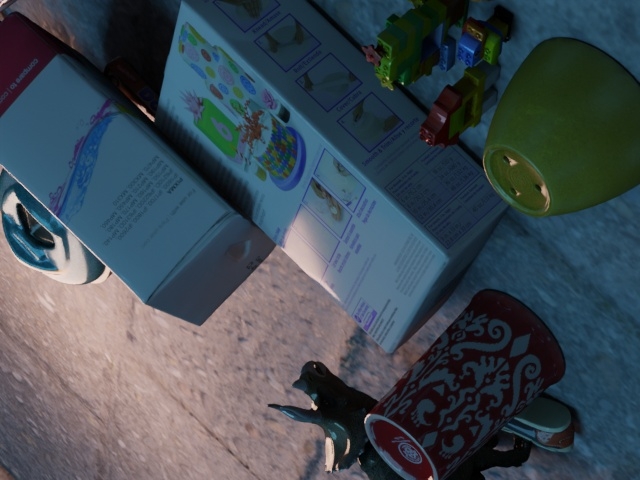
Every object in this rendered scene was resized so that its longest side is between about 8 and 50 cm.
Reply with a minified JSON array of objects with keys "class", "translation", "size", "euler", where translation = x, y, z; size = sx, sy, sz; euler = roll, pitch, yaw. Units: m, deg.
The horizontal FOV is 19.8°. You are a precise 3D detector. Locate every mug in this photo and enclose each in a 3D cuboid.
[{"class":"mug","translation":[0.129,0.152,1.707],"size":[0.113,0.169,0.150],"euler":[39,153,19]}]

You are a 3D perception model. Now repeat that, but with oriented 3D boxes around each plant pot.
[{"class":"plant pot","translation":[0.179,-0.072,1.393],"size":[0.134,0.095,0.134],"euler":[38,154,22]}]

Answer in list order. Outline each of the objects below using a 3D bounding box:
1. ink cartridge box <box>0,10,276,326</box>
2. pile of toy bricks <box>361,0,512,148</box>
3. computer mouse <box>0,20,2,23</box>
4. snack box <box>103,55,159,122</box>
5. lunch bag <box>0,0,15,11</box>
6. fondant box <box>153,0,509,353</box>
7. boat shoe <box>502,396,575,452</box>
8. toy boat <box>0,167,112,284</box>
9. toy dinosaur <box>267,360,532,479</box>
[{"class":"ink cartridge box","translation":[-0.210,-0.068,1.841],"size":[0.306,0.131,0.226],"euler":[45,-178,14]},{"class":"pile of toy bricks","translation":[0.076,-0.163,1.419],"size":[0.118,0.105,0.212],"euler":[37,153,24]},{"class":"computer mouse","translation":[-0.338,-0.177,2.066],"size":[0.262,0.060,0.184],"euler":[34,-167,-17]},{"class":"snack box","translation":[-0.169,-0.119,1.978],"size":[0.178,0.022,0.064],"euler":[46,155,5]},{"class":"lunch bag","translation":[-0.381,-0.366,1.865],"size":[0.303,0.115,0.243],"euler":[54,152,-10]},{"class":"fondant box","translation":[0.001,-0.076,1.678],"size":[0.330,0.096,0.238],"euler":[43,155,9]},{"class":"boat shoe","translation":[0.188,0.166,1.780],"size":[0.137,0.049,0.043],"euler":[22,147,36]},{"class":"toy boat","translation":[-0.375,-0.066,2.240],"size":[0.318,0.148,0.267],"euler":[43,155,10]},{"class":"toy dinosaur","translation":[0.111,0.229,1.860],"size":[0.313,0.160,0.121],"euler":[38,154,23]}]
